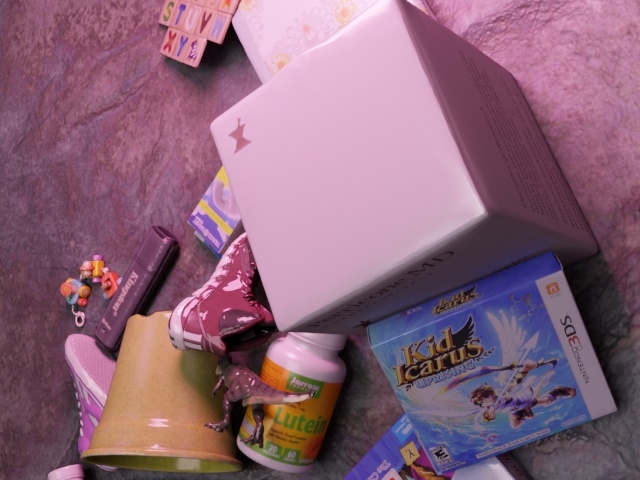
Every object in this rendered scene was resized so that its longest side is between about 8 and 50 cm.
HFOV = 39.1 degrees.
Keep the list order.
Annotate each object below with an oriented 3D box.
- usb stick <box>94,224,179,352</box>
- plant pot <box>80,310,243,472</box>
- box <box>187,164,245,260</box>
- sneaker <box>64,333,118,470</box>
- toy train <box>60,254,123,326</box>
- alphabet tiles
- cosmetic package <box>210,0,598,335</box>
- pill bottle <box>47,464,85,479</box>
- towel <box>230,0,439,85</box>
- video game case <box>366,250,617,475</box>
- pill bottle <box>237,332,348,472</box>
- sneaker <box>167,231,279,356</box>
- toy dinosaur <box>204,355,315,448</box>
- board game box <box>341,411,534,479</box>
[{"bbox_3d":[-0.368,0.097,1.791,0.077,0.045,0.278,38,106,25],"label":"usb stick"},{"bbox_3d":[-0.265,0.267,1.589,0.276,0.276,0.253,-10,67,33],"label":"plant pot"},{"bbox_3d":[-0.174,-0.058,1.684,0.109,0.042,0.178,43,106,31],"label":"box"},{"bbox_3d":[-0.458,0.329,1.791,0.161,0.102,0.282,-50,60,22],"label":"sneaker"},{"bbox_3d":[-0.480,0.102,1.868,0.166,0.046,0.125,-37,64,25],"label":"toy train"},{"bbox_3d":[-0.216,-0.509,1.743,0.285,0.011,0.342,32,102,52],"label":"alphabet tiles"},{"bbox_3d":[0.123,-0.073,1.268,0.329,0.394,0.327,-31,67,28],"label":"cosmetic package"},{"bbox_3d":[-0.486,0.536,1.782,0.094,0.094,0.169,-31,67,27],"label":"pill bottle"},{"bbox_3d":[0.022,-0.372,1.569,0.320,0.090,0.374,-36,65,22],"label":"towel"},{"bbox_3d":[0.234,0.174,1.224,0.270,0.061,0.244,-23,113,9],"label":"video game case"},{"bbox_3d":[-0.038,0.244,1.490,0.136,0.136,0.245,23,96,35],"label":"pill bottle"},{"bbox_3d":[-0.115,0.099,1.525,0.163,0.106,0.281,15,50,30],"label":"sneaker"},{"bbox_3d":[-0.116,0.256,1.424,0.268,0.064,0.118,12,81,51],"label":"toy dinosaur"},{"bbox_3d":[0.180,0.436,1.356,0.318,0.066,0.318,-52,59,17],"label":"board game box"}]
